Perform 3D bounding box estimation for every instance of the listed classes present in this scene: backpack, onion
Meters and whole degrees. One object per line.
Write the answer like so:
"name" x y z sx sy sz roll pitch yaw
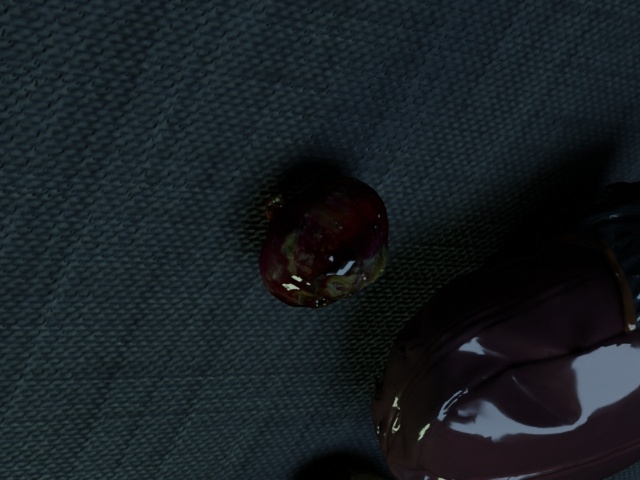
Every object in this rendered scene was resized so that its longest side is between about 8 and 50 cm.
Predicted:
"backpack" 0.191 0.106 1.079 0.317 0.197 0.283 -21 139 -12
"onion" 0.000 0.000 0.913 0.107 0.097 0.107 -44 180 0

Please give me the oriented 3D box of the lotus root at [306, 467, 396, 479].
"lotus root" 0.057 0.292 1.234 0.110 0.097 0.258 -41 145 -2
